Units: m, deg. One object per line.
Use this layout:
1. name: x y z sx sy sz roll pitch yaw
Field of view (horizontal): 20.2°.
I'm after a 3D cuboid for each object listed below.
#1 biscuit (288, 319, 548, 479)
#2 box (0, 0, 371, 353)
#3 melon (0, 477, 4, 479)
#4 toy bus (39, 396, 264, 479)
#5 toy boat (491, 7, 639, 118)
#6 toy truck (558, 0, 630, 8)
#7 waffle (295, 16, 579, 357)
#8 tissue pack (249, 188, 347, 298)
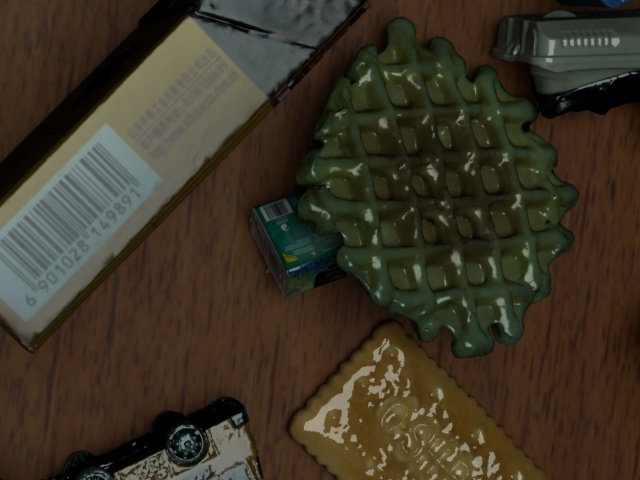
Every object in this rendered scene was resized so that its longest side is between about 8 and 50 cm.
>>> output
1. biscuit: 0.101 0.214 1.785 0.160 0.030 0.249 -45 103 -9
2. box: -0.160 -0.100 1.580 0.116 0.264 0.415 45 83 -13
3. melon: -0.360 0.292 1.560 0.317 0.223 0.223 26 85 -16
4. toy bus: -0.150 0.232 1.681 0.201 0.098 0.114 -24 99 -13
5. toy boat: 0.309 -0.167 1.775 0.269 0.141 0.140 11 89 -18
6. toy truck: 0.355 -0.360 1.775 0.367 0.146 0.175 -25 106 -10
7. waffle: 0.115 -0.047 1.711 0.292 0.056 0.309 39 53 -16
8. tissue pack: -0.001 0.001 1.727 0.111 0.079 0.085 -20 63 -16
